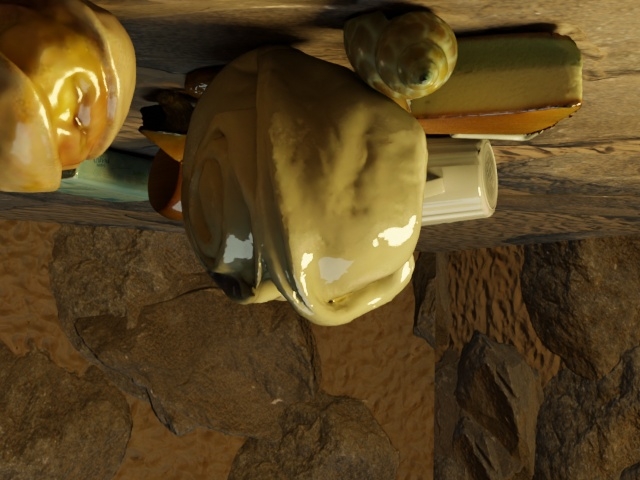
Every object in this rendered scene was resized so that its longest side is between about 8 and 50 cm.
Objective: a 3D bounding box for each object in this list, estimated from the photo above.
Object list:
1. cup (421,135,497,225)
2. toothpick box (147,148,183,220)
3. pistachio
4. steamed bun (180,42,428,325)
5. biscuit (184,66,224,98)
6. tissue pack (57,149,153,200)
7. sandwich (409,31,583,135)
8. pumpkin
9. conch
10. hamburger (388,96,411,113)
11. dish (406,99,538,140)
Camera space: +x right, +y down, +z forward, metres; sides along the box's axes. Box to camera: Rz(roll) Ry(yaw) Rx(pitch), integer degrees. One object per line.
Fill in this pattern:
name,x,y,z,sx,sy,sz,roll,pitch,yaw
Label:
cup,0.201,-0.092,2.036,0.202,0.167,0.221,-4,-142,20
toothpick box,-0.172,-0.096,2.197,0.294,0.192,0.192,12,169,-34
pistachio,-0.331,-0.171,1.275,0.229,0.230,0.309,4,170,-23
steamed bun,-0.046,-0.053,1.429,0.255,0.343,0.367,-26,-146,-30
biscuit,-0.105,-0.218,1.646,0.187,0.027,0.188,1,176,0
tissue pack,-0.458,-0.136,2.315,0.177,0.089,0.263,-4,170,35
sandwich,0.201,-0.192,1.402,0.186,0.108,0.220,1,177,-9
pumpkin,-0.154,-0.162,1.753,0.248,0.126,0.131,34,-152,-10
conch,0.094,-0.210,1.308,0.173,0.106,0.116,15,166,39
hamburger,0.063,-0.155,1.613,0.136,0.175,0.175,-11,177,-9
dish,0.236,-0.189,1.688,0.234,0.064,0.154,3,175,-5
